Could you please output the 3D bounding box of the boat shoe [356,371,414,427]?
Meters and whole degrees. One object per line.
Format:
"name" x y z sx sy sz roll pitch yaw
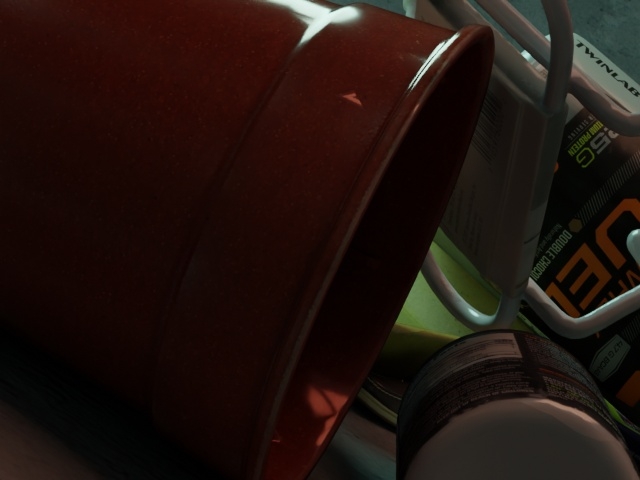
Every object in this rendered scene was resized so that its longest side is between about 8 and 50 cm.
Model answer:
"boat shoe" 0.082 0.113 1.297 0.152 0.049 0.056 24 12 -39

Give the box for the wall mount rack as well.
"wall mount rack" 0.105 -0.115 1.110 0.304 0.130 0.350 51 -23 27

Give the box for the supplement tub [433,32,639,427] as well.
"supplement tub" 0.252 0.011 1.470 0.338 0.207 0.207 42 11 12

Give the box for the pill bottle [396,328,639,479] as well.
"pill bottle" 0.108 0.124 1.060 0.130 0.130 0.245 31 9 -2

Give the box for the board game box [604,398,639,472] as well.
"board game box" 0.276 0.172 1.658 0.208 0.056 0.347 18 16 -42

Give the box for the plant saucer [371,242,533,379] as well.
"plant saucer" 0.000 0.000 1.440 0.333 0.081 0.333 47 15 27

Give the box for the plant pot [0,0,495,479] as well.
"plant pot" -0.086 -0.037 0.951 0.265 0.272 0.272 25 7 11
